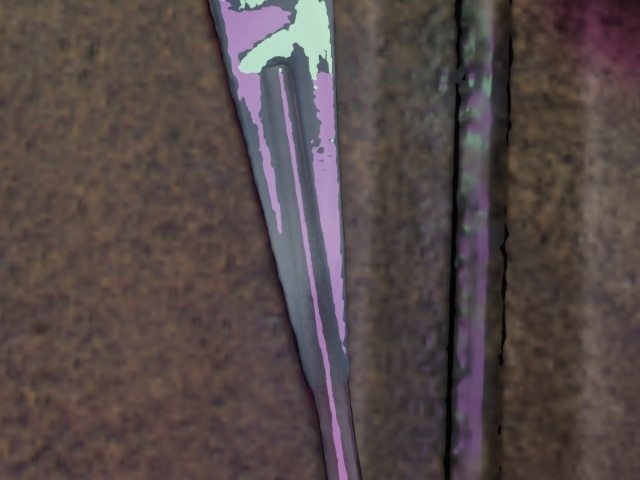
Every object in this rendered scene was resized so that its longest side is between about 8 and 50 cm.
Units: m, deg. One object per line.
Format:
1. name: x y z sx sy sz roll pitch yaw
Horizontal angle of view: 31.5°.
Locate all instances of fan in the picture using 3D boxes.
1. fan: 0.000 0.000 0.435 0.057 0.023 0.282 -8 82 -15
